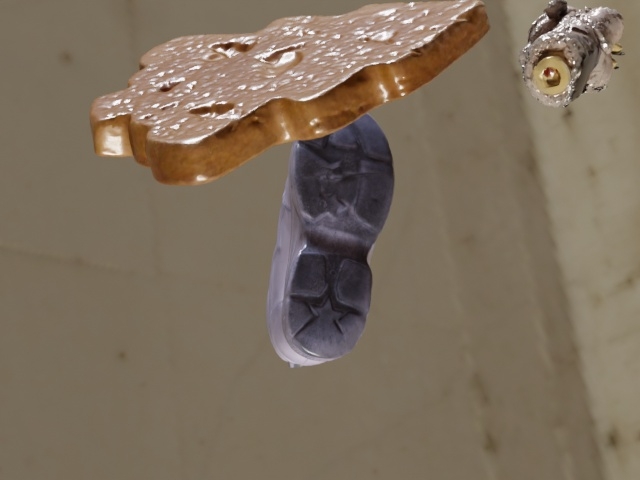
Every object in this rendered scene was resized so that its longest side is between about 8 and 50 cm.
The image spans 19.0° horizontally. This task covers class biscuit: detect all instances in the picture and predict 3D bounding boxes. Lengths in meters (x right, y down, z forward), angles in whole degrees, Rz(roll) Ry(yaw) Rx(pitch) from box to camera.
[{"bbox_3d":[-0.021,-0.116,1.418,0.284,0.306,0.043,-101,-5,-68],"label":"biscuit"}]

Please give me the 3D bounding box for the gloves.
[{"bbox_3d":[0.249,-0.188,1.929,0.144,0.094,0.110,-11,-63,-73],"label":"gloves"}]

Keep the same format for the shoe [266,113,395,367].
[{"bbox_3d":[0.000,0.000,1.717,0.095,0.137,0.245,11,-109,-14],"label":"shoe"}]
